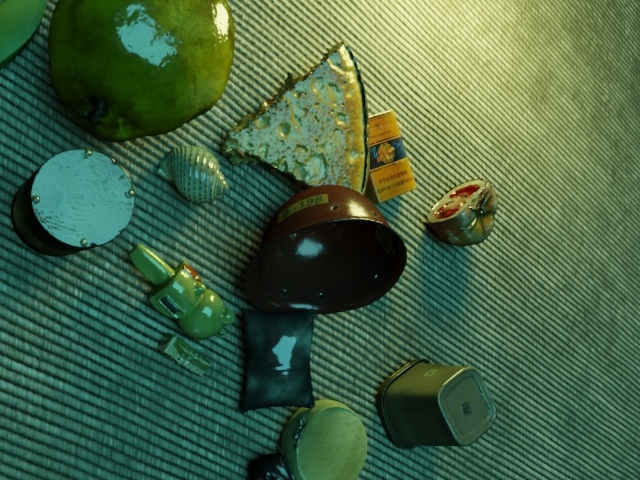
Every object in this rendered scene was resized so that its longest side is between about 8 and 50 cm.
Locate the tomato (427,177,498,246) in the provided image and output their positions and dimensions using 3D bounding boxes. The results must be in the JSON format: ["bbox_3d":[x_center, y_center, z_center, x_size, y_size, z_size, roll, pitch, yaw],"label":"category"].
[{"bbox_3d":[0.435,-0.066,1.862,0.214,0.181,0.155,-45,114,-24],"label":"tomato"}]

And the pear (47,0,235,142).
[{"bbox_3d":[-0.358,-0.396,1.287,0.352,0.352,0.413,42,71,-23],"label":"pear"}]

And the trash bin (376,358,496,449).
[{"bbox_3d":[0.310,0.439,1.685,0.220,0.250,0.219,-30,95,-31],"label":"trash bin"}]

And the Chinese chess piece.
[{"bbox_3d":[0.007,0.510,1.572,0.238,0.092,0.238,3,85,-33],"label":"Chinese chess piece"}]

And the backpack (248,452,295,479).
[{"bbox_3d":[-0.112,0.587,1.475,0.106,0.120,0.165,-18,79,-36],"label":"backpack"}]

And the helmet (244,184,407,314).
[{"bbox_3d":[0.000,0.000,1.522,0.337,0.385,0.230,50,22,-45],"label":"helmet"}]

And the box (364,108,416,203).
[{"bbox_3d":[0.166,-0.233,1.765,0.152,0.070,0.237,-23,96,-32],"label":"box"}]

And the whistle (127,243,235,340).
[{"bbox_3d":[-0.308,0.117,1.394,0.288,0.131,0.106,49,33,-17],"label":"whistle"}]

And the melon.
[{"bbox_3d":[-0.634,-0.449,1.290,0.114,0.053,0.262,27,66,-9],"label":"melon"}]

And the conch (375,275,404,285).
[{"bbox_3d":[0.168,0.071,1.747,0.180,0.088,0.065,45,20,-14],"label":"conch"}]

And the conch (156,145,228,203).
[{"bbox_3d":[-0.282,-0.158,1.450,0.153,0.102,0.135,34,54,-25],"label":"conch"}]

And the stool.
[{"bbox_3d":[-0.480,-0.065,1.208,0.179,0.264,0.179,4,83,-32],"label":"stool"}]

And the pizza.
[{"bbox_3d":[-0.063,-0.278,1.597,0.406,0.130,0.440,-7,95,-22],"label":"pizza"}]

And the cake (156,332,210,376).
[{"bbox_3d":[-0.310,0.261,1.431,0.140,0.055,0.051,49,59,-39],"label":"cake"}]

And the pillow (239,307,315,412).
[{"bbox_3d":[-0.100,0.283,1.506,0.186,0.106,0.250,0,91,-16],"label":"pillow"}]
